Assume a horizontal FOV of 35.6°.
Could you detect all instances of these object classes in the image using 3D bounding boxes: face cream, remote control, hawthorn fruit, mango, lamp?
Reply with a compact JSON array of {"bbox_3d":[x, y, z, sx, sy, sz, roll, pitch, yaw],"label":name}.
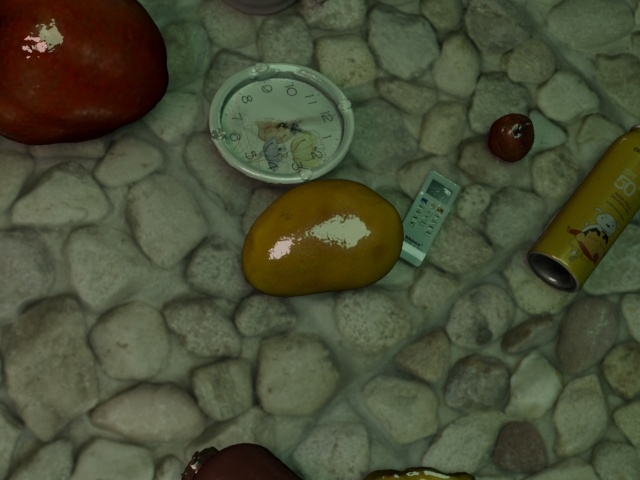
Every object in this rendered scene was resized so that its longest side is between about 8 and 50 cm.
[{"bbox_3d":[0.486,-0.073,1.679,0.105,0.105,0.348,41,72,1],"label":"face cream"},{"bbox_3d":[0.171,-0.036,1.647,0.061,0.029,0.162,32,68,-4],"label":"remote control"},{"bbox_3d":[-0.379,-0.273,1.464,0.312,0.295,0.294,9,75,-6],"label":"hawthorn fruit"},{"bbox_3d":[0.002,-0.007,1.549,0.255,0.139,0.175,-6,75,-7],"label":"mango"},{"bbox_3d":[-0.089,0.399,1.401,0.258,0.180,0.180,39,71,24],"label":"lamp"},{"bbox_3d":[0.326,-0.176,1.677,0.081,0.093,0.081,2,78,-11],"label":"hawthorn fruit"}]

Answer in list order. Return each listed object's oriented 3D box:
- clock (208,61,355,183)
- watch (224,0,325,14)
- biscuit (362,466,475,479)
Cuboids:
[{"bbox_3d":[-0.064,-0.183,1.611,0.237,0.053,0.236,4,60,-7],"label":"clock"},{"bbox_3d":[-0.086,-0.506,1.637,0.218,0.211,0.248,-6,86,-4],"label":"watch"},{"bbox_3d":[0.135,0.490,1.488,0.329,0.078,0.335,45,72,5],"label":"biscuit"}]
